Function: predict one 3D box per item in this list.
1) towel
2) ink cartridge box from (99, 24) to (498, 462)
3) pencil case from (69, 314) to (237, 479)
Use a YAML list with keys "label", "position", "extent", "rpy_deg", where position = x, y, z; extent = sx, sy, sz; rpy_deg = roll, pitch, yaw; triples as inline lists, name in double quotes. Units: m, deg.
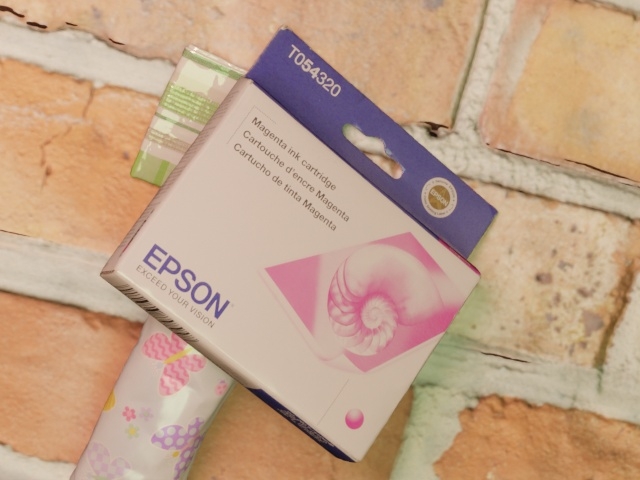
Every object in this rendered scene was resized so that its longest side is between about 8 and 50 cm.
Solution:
- label: "towel"
  position: [-0.119, -0.116, 1.548]
  extent: [0.113, 0.023, 0.152]
  rpy_deg: [24, 102, -12]
- label: "ink cartridge box"
  position: [0.000, 0.000, 1.507]
  extent: [0.324, 0.071, 0.330]
  rpy_deg: [39, 75, -17]
- label: "pencil case"
  position: [-0.162, 0.178, 1.566]
  extent: [0.124, 0.113, 0.273]
  rpy_deg: [26, 99, 3]
